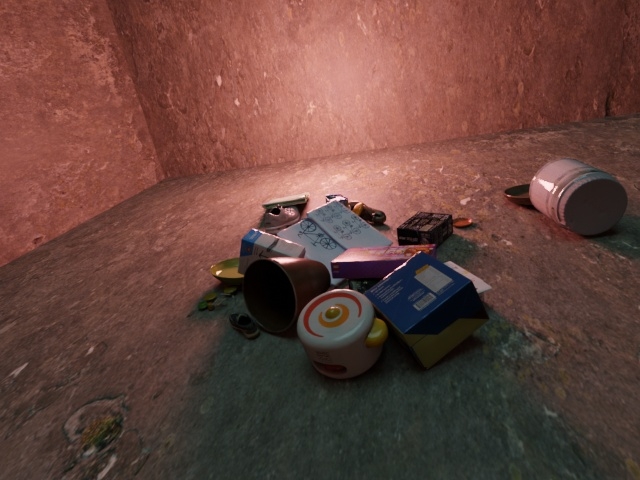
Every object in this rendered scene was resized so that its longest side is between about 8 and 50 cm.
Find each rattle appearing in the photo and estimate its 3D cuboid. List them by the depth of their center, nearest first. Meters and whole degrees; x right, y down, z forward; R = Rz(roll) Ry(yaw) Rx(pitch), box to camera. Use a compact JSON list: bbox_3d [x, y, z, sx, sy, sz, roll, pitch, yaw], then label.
[{"bbox_3d":[0.079,-0.128,1.758,0.199,0.143,0.130,24,10,-12],"label":"rattle"}]

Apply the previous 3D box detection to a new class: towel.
[{"bbox_3d":[-0.184,-0.219,2.240,0.247,0.038,0.325,-11,11,3],"label":"towel"}]

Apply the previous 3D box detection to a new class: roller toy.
[{"bbox_3d":[0.047,0.219,0.993,0.191,0.146,0.209,-27,33,-9],"label":"roller toy"}]

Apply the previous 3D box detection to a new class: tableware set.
[{"bbox_3d":[-0.353,0.196,1.434,0.104,0.024,0.154,-3,23,23],"label":"tableware set"}]

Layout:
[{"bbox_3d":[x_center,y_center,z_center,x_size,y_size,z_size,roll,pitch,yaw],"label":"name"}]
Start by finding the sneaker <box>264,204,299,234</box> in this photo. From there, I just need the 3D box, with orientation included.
[{"bbox_3d":[-0.181,-0.125,1.989,0.105,0.115,0.281,-2,22,20],"label":"sneaker"}]

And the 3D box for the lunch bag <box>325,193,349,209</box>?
[{"bbox_3d":[0.073,-0.141,1.896,0.096,0.129,0.151,-19,22,-21],"label":"lunch bag"}]

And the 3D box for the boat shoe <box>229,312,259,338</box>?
[{"bbox_3d":[-0.231,0.241,1.232,0.056,0.049,0.152,-27,27,-33],"label":"boat shoe"}]

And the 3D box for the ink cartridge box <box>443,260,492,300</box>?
[{"bbox_3d":[0.383,0.136,1.177,0.115,0.067,0.198,-16,22,-12],"label":"ink cartridge box"}]

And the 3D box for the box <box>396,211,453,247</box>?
[{"bbox_3d":[0.400,-0.039,1.570,0.147,0.078,0.180,9,30,39],"label":"box"}]

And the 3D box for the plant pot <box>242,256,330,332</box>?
[{"bbox_3d":[-0.078,0.139,1.248,0.215,0.215,0.230,7,14,37],"label":"plant pot"}]

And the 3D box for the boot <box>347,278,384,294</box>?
[{"bbox_3d":[0.180,0.159,1.198,0.178,0.085,0.236,-9,24,-2],"label":"boot"}]

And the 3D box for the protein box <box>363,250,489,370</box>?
[{"bbox_3d":[0.252,0.162,1.011,0.199,0.136,0.201,-36,27,-6],"label":"protein box"}]

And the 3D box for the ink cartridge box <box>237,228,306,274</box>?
[{"bbox_3d":[-0.167,0.068,1.403,0.203,0.148,0.086,19,30,10],"label":"ink cartridge box"}]

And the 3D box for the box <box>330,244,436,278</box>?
[{"bbox_3d":[0.201,0.063,1.279,0.293,0.057,0.201,-3,9,22],"label":"box"}]

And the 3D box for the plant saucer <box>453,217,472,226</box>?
[{"bbox_3d":[0.567,-0.072,1.656,0.083,0.013,0.083,-10,22,4],"label":"plant saucer"}]

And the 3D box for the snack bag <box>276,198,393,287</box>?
[{"bbox_3d":[0.052,-0.006,1.518,0.342,0.037,0.323,-29,58,-36],"label":"snack bag"}]

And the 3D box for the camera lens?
[{"bbox_3d":[0.890,-0.160,1.446,0.219,0.219,0.274,-8,22,6],"label":"camera lens"}]

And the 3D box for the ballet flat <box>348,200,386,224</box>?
[{"bbox_3d":[0.194,-0.123,1.873,0.058,0.084,0.250,-24,31,-31],"label":"ballet flat"}]

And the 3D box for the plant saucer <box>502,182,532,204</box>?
[{"bbox_3d":[0.916,-0.197,1.728,0.277,0.041,0.278,-9,16,3],"label":"plant saucer"}]

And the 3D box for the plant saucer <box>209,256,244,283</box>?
[{"bbox_3d":[-0.291,0.112,1.545,0.240,0.037,0.241,-3,16,1],"label":"plant saucer"}]
